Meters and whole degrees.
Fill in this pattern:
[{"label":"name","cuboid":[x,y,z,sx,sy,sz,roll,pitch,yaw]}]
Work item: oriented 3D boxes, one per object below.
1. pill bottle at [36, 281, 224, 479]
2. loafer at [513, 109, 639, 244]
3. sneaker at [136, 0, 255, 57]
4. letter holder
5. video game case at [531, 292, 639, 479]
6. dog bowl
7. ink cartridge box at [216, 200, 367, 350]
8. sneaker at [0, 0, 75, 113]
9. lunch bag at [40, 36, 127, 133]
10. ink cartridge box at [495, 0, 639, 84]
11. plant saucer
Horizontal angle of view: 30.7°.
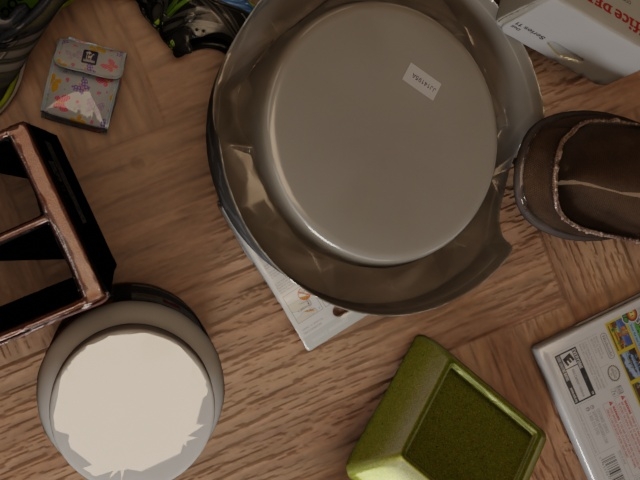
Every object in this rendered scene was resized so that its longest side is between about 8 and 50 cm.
[{"label":"pill bottle","cuboid":[-0.171,0.127,1.057,0.162,0.278,0.162,0,93,-9]},{"label":"loafer","cuboid":[0.360,-0.058,1.164,0.366,0.130,0.133,4,92,-26]},{"label":"sneaker","cuboid":[-0.143,-0.224,1.148,0.188,0.067,0.078,22,83,-13]},{"label":"letter holder","cuboid":[-0.309,0.012,1.017,0.214,0.302,0.152,-25,97,-7]},{"label":"video game case","cuboid":[0.365,0.174,1.274,0.206,0.026,0.227,-25,96,-7]},{"label":"dog bowl","cuboid":[0.048,-0.102,1.131,0.349,0.102,0.348,1,88,-25]},{"label":"ink cartridge box","cuboid":[0.000,0.000,1.202,0.145,0.045,0.179,-32,104,-7]},{"label":"sneaker","cuboid":[-0.310,-0.202,1.076,0.111,0.121,0.300,38,106,-6]},{"label":"lunch bag","cuboid":[-0.233,-0.155,1.146,0.071,0.053,0.083,16,82,-11]},{"label":"ink cartridge box","cuboid":[0.273,-0.282,1.156,0.153,0.087,0.208,22,70,-25]},{"label":"plant saucer","cuboid":[0.143,0.211,1.183,0.188,0.045,0.188,40,54,-9]}]
